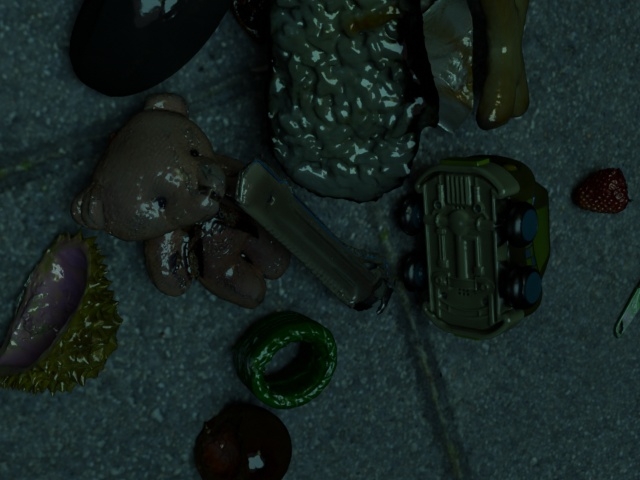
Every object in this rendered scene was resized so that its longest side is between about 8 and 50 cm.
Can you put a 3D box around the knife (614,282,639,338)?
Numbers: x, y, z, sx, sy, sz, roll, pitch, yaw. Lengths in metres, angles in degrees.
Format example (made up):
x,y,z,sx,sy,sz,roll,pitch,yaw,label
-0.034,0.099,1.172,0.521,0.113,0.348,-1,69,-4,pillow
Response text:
x,y,z,sx,sy,sz,roll,pitch,yaw,label
0.540,0.071,1.547,0.030,0.014,0.207,31,89,-27,knife

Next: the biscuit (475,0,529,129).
x,y,z,sx,sy,sz,roll,pitch,yaw,label
0.252,-0.264,1.276,0.164,0.047,0.208,-31,122,-60,biscuit

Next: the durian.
x,y,z,sx,sy,sz,roll,pitch,yaw,label
-0.306,0.099,1.101,0.132,0.165,0.182,30,54,3,durian

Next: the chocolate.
x,y,z,sx,sy,sz,roll,pitch,yaw,label
-0.096,0.280,1.223,0.127,0.133,0.124,-23,114,-17,chocolate

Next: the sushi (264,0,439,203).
x,y,z,sx,sy,sz,roll,pitch,yaw,label
0.034,-0.222,1.130,0.211,0.171,0.350,-4,118,10,sushi

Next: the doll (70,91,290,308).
x,y,z,sx,sy,sz,roll,pitch,yaw,label
-0.134,-0.027,1.129,0.303,0.156,0.201,41,69,-31,doll

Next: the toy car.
x,y,z,sx,sy,sz,roll,pitch,yaw,label
0.244,-0.001,1.311,0.198,0.204,0.248,-17,108,-45,toy car

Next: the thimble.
x,y,z,sx,sy,sz,roll,pitch,yaw,label
-0.048,0.158,1.242,0.130,0.090,0.118,-3,104,-25,thimble

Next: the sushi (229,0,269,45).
x,y,z,sx,sy,sz,roll,pitch,yaw,label
-0.084,-0.290,1.150,0.050,0.047,0.099,-13,104,-19,sushi

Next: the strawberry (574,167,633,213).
x,y,z,sx,sy,sz,roll,pitch,yaw,label
0.433,-0.073,1.435,0.083,0.073,0.073,-14,107,-6,strawberry

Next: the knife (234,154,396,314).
x,y,z,sx,sy,sz,roll,pitch,yaw,label
-0.005,0.000,1.195,0.365,0.043,0.089,41,60,-49,knife

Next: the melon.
x,y,z,sx,sy,sz,roll,pitch,yaw,label
0.153,-0.244,1.252,0.139,0.093,0.202,0,96,-17,melon

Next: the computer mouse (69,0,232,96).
x,y,z,sx,sy,sz,roll,pitch,yaw,label
-0.178,-0.273,1.056,0.137,0.086,0.270,28,101,-39,computer mouse
